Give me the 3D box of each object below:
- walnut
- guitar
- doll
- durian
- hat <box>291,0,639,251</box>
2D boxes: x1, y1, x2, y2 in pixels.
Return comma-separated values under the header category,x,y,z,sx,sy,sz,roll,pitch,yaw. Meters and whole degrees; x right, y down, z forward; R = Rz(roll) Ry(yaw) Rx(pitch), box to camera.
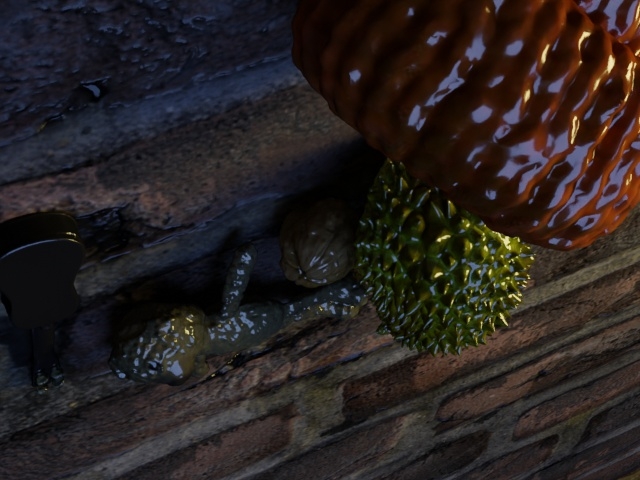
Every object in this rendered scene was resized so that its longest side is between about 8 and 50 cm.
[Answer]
category,x,y,z,sx,sy,sz,roll,pitch,yaw
walnut,0.000,0.000,1.067,0.079,0.082,0.096,-42,-167,53
guitar,-0.257,0.074,1.004,0.084,0.038,0.271,-15,147,-21
doll,-0.085,0.092,1.144,0.203,0.091,0.286,-33,161,26
durian,0.126,0.003,1.079,0.177,0.200,0.237,-2,138,7
hat,0.178,-0.213,0.787,0.400,0.285,0.285,-56,145,5
